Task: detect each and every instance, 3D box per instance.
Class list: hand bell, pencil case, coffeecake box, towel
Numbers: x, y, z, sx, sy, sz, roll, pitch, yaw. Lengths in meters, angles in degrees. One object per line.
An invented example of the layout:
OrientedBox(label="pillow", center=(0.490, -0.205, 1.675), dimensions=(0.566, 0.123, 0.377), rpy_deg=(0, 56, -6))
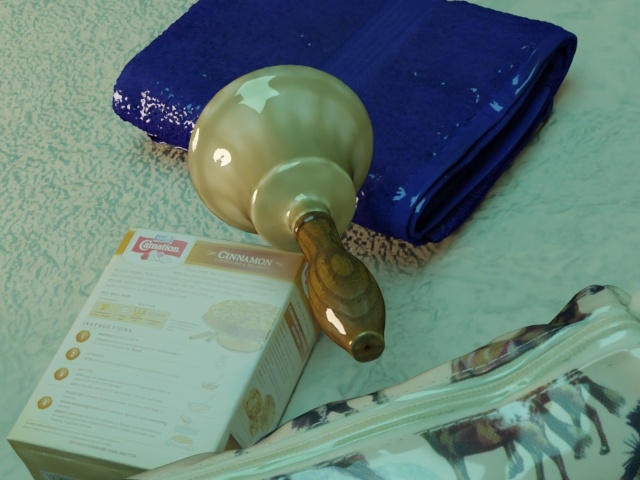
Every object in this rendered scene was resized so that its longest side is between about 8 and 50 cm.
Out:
OrientedBox(label="hand bell", center=(0.000, 0.000, 0.838), dimensions=(0.126, 0.126, 0.242), rpy_deg=(-21, 33, -2))
OrientedBox(label="pencil case", center=(0.017, 0.154, 0.762), dimensions=(0.410, 0.183, 0.160), rpy_deg=(-20, 46, -2))
OrientedBox(label="coffeecake box", center=(-0.096, 0.087, 0.937), dimensions=(0.142, 0.068, 0.185), rpy_deg=(8, 52, 24))
OrientedBox(label="towel", center=(0.016, -0.116, 1.091), dimensions=(0.308, 0.076, 0.227), rpy_deg=(25, 56, 32))
